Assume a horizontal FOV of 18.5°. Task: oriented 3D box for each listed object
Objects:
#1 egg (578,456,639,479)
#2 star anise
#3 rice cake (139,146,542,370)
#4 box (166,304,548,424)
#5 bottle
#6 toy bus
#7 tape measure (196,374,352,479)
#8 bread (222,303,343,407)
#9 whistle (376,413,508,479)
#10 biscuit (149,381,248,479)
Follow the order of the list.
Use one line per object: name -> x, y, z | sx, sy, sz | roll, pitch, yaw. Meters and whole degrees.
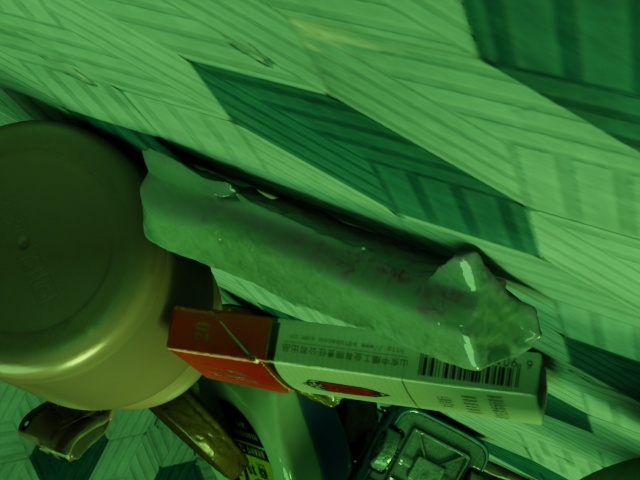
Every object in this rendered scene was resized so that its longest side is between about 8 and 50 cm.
egg -> 0.236, 0.268, 1.178 | 0.278, 0.278, 0.336 | 29, 170, -14
star anise -> 0.114, 0.207, 2.150 | 0.227, 0.218, 0.148 | -11, 150, -22
rice cake -> 0.000, 0.002, 1.119 | 0.290, 0.051, 0.081 | 19, 135, 42
box -> 0.029, 0.085, 1.322 | 0.245, 0.035, 0.139 | 7, 169, 8
bottle -> -0.172, 0.047, 1.384 | 0.173, 0.206, 0.297 | 28, 174, 13
toy bus -> 0.067, 0.285, 2.001 | 0.113, 0.246, 0.134 | 28, -177, -6
tape measure -> -0.023, 0.202, 2.065 | 0.351, 0.098, 0.215 | 7, 118, 61
bread -> -0.047, 0.107, 1.900 | 0.154, 0.054, 0.136 | 33, 170, -4
whistle -> 0.119, 0.252, 2.264 | 0.304, 0.062, 0.062 | 23, 171, 28
biscuit -> -0.227, 0.085, 2.046 | 0.432, 0.064, 0.283 | 43, 171, -8
